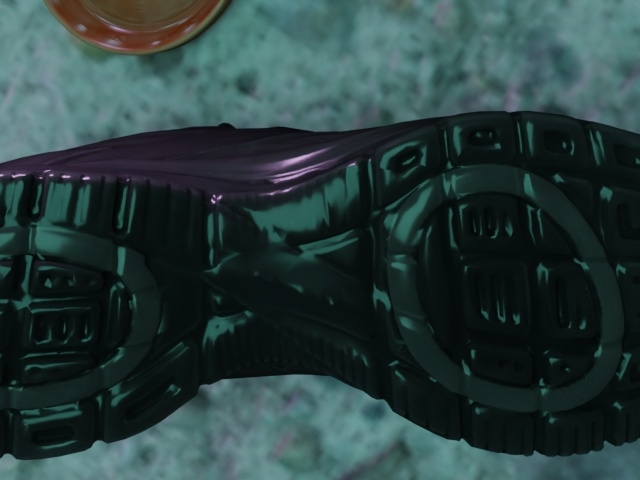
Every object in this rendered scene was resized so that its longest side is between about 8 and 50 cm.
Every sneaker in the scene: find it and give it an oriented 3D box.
[{"bbox_3d":[0.000,0.000,0.539,0.286,0.130,0.109,2,105,-4],"label":"sneaker"}]

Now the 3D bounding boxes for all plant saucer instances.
[{"bbox_3d":[-0.064,-0.107,0.594,0.084,0.013,0.083,2,97,18],"label":"plant saucer"}]
